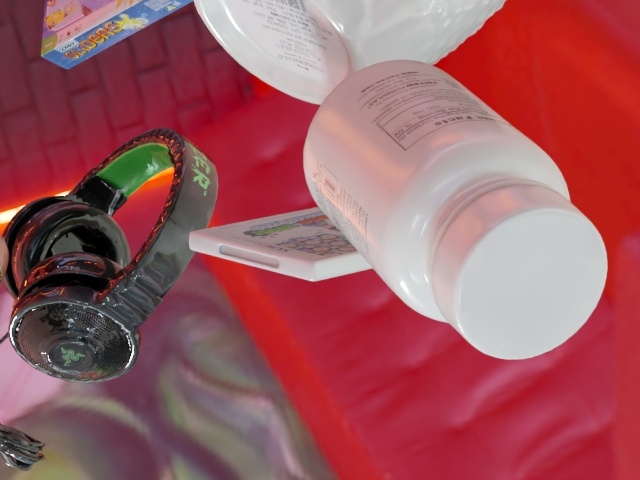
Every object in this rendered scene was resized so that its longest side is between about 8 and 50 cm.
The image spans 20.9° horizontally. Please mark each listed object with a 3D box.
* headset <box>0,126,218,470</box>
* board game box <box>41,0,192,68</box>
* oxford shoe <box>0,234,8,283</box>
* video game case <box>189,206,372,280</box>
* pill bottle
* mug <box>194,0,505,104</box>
[{"bbox_3d":[-0.237,0.066,1.776,0.185,0.394,0.243,40,-168,-29],"label":"headset"},{"bbox_3d":[-0.175,-0.254,1.583,0.201,0.035,0.136,-22,57,38],"label":"board game box"},{"bbox_3d":[-0.427,0.022,1.396,0.123,0.348,0.130,113,161,-45],"label":"oxford shoe"},{"bbox_3d":[0.000,0.000,1.387,0.143,0.157,0.019,13,107,44],"label":"video game case"},{"bbox_3d":[0.086,-0.021,1.120,0.229,0.131,0.131,-130,25,-57],"label":"pill bottle"},{"bbox_3d":[0.010,-0.306,1.455,0.374,0.328,0.276,28,155,16],"label":"mug"}]
